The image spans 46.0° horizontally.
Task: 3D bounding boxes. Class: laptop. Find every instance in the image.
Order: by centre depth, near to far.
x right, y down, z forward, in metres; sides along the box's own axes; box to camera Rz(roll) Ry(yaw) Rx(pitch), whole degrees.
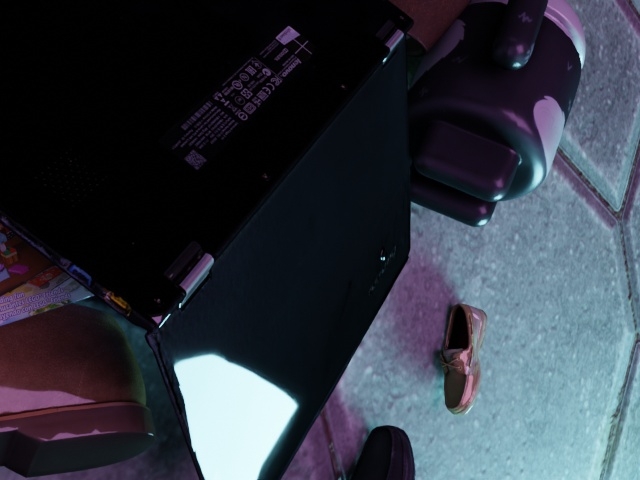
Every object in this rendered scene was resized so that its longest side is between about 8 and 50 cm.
[{"bbox_3d":[-0.095,-0.049,0.606,0.408,0.236,0.382,38,49,-3],"label":"laptop"}]

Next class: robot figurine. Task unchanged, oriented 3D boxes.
[{"bbox_3d":[0.181,-0.156,0.822,0.174,0.209,0.278,41,61,-29],"label":"robot figurine"}]

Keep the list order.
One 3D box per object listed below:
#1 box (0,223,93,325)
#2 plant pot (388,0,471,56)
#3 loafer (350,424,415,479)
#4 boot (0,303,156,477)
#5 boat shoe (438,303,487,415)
[{"bbox_3d":[-0.195,-0.056,0.551,0.293,0.057,0.200,-19,98,-49],"label":"box"},{"bbox_3d":[0.100,-0.316,0.768,0.215,0.215,0.230,21,91,-39],"label":"plant pot"},{"bbox_3d":[0.041,0.286,0.767,0.078,0.076,0.223,34,53,-21],"label":"loafer"},{"bbox_3d":[-0.271,0.104,0.519,0.306,0.112,0.115,5,56,-36],"label":"boot"},{"bbox_3d":[0.165,0.140,0.909,0.045,0.050,0.135,28,62,-34],"label":"boat shoe"}]
